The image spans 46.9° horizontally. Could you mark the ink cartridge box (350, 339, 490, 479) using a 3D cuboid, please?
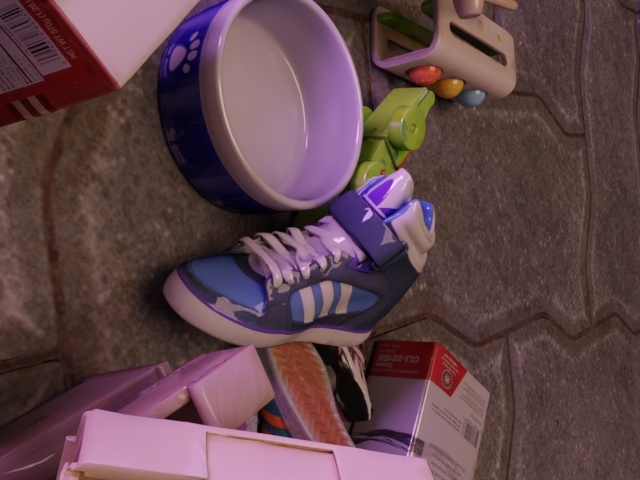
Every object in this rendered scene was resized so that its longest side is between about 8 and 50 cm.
[{"bbox_3d":[0.142,0.314,1.103,0.197,0.114,0.273,44,53,-40],"label":"ink cartridge box"}]

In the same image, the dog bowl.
[{"bbox_3d":[-0.064,-0.165,0.901,0.264,0.104,0.265,8,80,-51],"label":"dog bowl"}]

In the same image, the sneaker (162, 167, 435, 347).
[{"bbox_3d":[0.001,0.000,0.848,0.322,0.130,0.236,14,116,-44],"label":"sneaker"}]

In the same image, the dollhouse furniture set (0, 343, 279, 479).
[{"bbox_3d":[-0.150,0.280,0.609,0.198,0.286,0.304,-30,99,-47],"label":"dollhouse furniture set"}]

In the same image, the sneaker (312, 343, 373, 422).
[{"bbox_3d":[0.040,0.168,1.026,0.077,0.071,0.178,-39,118,-49],"label":"sneaker"}]

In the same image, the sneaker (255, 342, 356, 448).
[{"bbox_3d":[-0.040,0.237,0.901,0.108,0.121,0.302,-8,72,-61],"label":"sneaker"}]

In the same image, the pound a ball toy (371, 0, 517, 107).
[{"bbox_3d":[0.229,-0.310,1.196,0.319,0.208,0.136,6,81,-51],"label":"pound a ball toy"}]

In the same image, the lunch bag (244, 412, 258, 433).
[{"bbox_3d":[-0.114,0.227,0.844,0.083,0.053,0.071,11,77,-41],"label":"lunch bag"}]

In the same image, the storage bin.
[{"bbox_3d":[-0.067,0.264,0.504,0.262,0.123,0.261,13,115,-17],"label":"storage bin"}]

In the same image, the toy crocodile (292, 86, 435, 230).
[{"bbox_3d":[0.070,-0.108,1.057,0.341,0.115,0.105,-56,134,-35],"label":"toy crocodile"}]

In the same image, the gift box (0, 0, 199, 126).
[{"bbox_3d":[-0.208,-0.260,0.607,0.255,0.276,0.258,59,44,-36],"label":"gift box"}]
